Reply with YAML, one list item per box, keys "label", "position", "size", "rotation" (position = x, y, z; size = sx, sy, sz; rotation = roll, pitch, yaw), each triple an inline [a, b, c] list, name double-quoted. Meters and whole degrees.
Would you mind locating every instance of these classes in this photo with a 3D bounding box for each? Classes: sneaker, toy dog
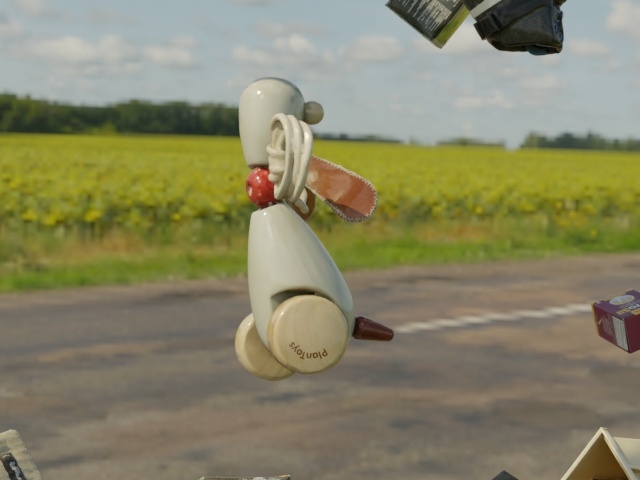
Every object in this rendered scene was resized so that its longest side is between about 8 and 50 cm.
- label: "sneaker"
  position: [0.248, -0.258, 1.467]
  size: [0.217, 0.121, 0.079]
  rotation: [-21, 1, -13]
- label: "toy dog"
  position: [0.000, 0.000, 1.525]
  size: [0.161, 0.333, 0.220]
  rotation: [-2, 18, -21]

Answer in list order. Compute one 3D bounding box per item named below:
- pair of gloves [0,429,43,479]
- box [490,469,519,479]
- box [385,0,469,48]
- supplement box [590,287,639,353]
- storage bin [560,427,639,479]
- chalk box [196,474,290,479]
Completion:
- label: "pair of gloves"
  position: [-0.326, 0.136, 1.027]
  size: [0.042, 0.240, 0.204]
  rotation: [-39, -9, 35]
- label: "box"
  position: [0.162, 0.382, 1.374]
  size: [0.184, 0.261, 0.103]
  rotation: [-35, 41, -26]
- label: "box"
  position: [0.173, -0.337, 1.778]
  size: [0.077, 0.180, 0.147]
  rotation: [39, 8, 5]
- label: "supplement box"
  position: [0.342, 0.088, 1.562]
  size: [0.055, 0.043, 0.083]
  rotation: [-17, 15, -12]
- label: "storage bin"
  position: [0.411, 0.439, 1.905]
  size: [0.123, 0.262, 0.260]
  rotation: [8, 38, -31]
- label: "chalk box"
  position: [-0.111, 0.420, 1.830]
  size: [0.132, 0.213, 0.132]
  rotation: [4, -20, -28]
